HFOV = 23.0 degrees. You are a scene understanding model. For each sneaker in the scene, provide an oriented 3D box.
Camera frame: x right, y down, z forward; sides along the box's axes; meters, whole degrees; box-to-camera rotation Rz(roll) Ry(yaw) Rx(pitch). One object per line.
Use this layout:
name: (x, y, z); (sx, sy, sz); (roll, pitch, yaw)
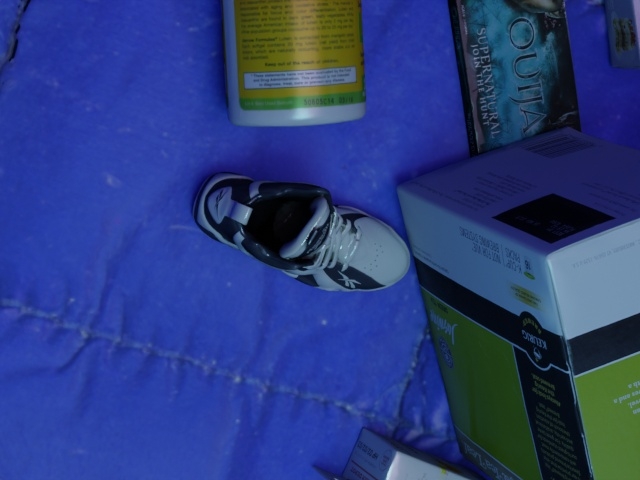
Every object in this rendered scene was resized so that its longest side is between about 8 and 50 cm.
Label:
sneaker: (0.000, 0.000, 1.539); (0.235, 0.153, 0.094); (26, 90, -20)

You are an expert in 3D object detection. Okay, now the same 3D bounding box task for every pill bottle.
pill bottle: (-0.028, -0.236, 1.508); (0.136, 0.136, 0.246); (-6, 99, -18)

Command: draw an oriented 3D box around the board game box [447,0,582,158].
board game box: (0.208, -0.173, 1.656); (0.126, 0.026, 0.186); (-13, 101, -17)

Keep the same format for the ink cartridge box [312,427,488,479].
ink cartridge box: (0.094, 0.250, 1.629); (0.181, 0.104, 0.062); (23, 89, -20)

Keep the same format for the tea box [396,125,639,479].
tea box: (0.263, 0.091, 1.537); (0.220, 0.329, 0.324); (-19, 109, -16)

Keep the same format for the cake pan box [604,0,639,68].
cake pan box: (0.417, -0.334, 1.687); (0.245, 0.070, 0.267); (-11, 100, -19)
